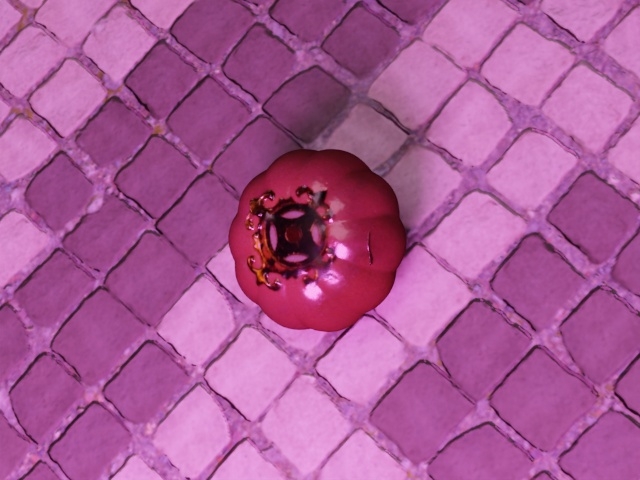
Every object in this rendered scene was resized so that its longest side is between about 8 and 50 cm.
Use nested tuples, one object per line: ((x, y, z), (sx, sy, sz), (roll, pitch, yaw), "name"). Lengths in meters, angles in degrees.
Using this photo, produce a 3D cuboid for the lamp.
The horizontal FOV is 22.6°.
((0.000, 0.000, 1.555), (0.182, 0.140, 0.182), (-2, 85, 28), "lamp")
